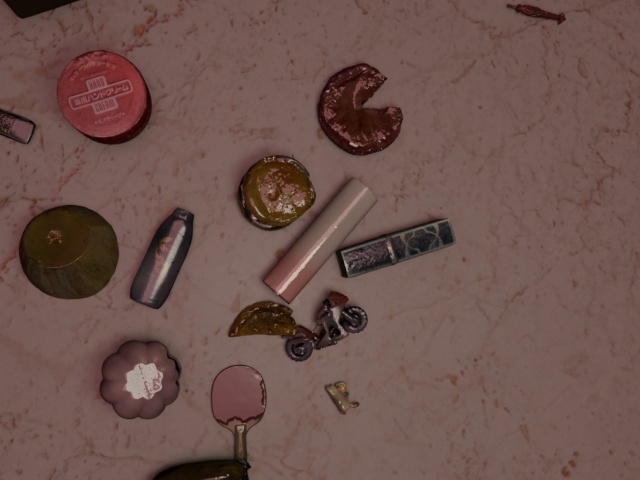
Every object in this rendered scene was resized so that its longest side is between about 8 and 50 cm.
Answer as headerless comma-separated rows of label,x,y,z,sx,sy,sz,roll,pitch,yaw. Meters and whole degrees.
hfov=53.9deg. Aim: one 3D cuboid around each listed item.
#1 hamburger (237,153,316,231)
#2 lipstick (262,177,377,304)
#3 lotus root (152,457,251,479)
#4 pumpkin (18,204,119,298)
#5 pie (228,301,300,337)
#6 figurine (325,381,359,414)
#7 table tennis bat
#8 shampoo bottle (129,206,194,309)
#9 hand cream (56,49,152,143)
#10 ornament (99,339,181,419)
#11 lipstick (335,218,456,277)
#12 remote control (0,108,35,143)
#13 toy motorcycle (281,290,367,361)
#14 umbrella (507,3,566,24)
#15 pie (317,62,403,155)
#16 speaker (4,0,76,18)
hamburger,-0.100,-0.114,1.468,0.177,0.113,0.186,22,78,-3
lipstick,0.000,0.000,1.489,0.087,0.087,0.327,41,83,-7
lotus root,-0.273,0.564,1.423,0.240,0.123,0.124,-6,64,-7
pumpkin,-0.565,0.023,1.387,0.217,0.110,0.218,0,85,-6
pie,-0.128,0.188,1.478,0.169,0.034,0.092,2,65,10
figurine,0.052,0.376,1.522,0.050,0.047,0.083,-32,88,-23
table tennis bat,-0.190,0.412,1.490,0.131,0.022,0.235,-3,89,-10
shampoo bottle,-0.356,0.038,1.446,0.087,0.049,0.234,25,86,-11
hand cream,-0.471,-0.310,1.391,0.193,0.125,0.193,0,89,-11
ornament,-0.397,0.306,1.392,0.177,0.177,0.178,0,90,-10
lipstick,0.185,0.016,1.527,0.289,0.076,0.078,-17,91,-12
remote control,-0.741,-0.275,1.393,0.212,0.028,0.059,22,90,-8
toy motorcycle,0.002,0.198,1.494,0.212,0.084,0.118,-28,96,4
umbrella,0.558,-0.587,1.621,0.165,0.025,0.027,8,66,-11
pie,0.098,-0.313,1.524,0.204,0.054,0.219,-41,96,-8
speaker,-0.612,-0.595,1.313,0.192,0.231,0.153,-21,93,-10
